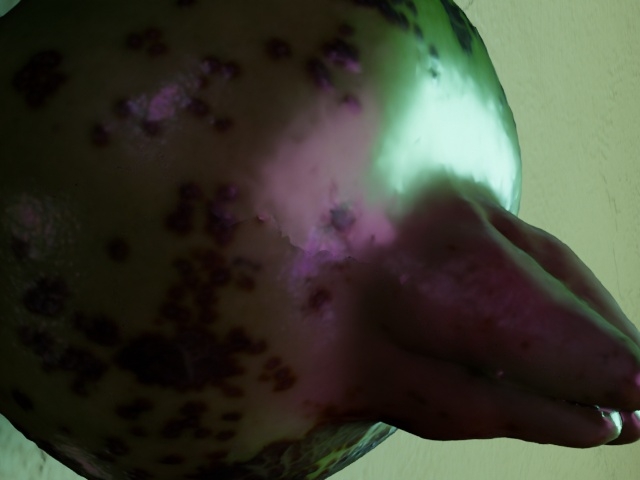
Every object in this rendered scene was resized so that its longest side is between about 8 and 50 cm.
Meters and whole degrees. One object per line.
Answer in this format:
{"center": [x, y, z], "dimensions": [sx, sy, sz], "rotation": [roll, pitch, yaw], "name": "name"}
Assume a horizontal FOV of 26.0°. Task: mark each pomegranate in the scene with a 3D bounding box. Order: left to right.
{"center": [0.000, 0.000, 0.451], "dimensions": [0.214, 0.247, 0.214], "rotation": [-38, 140, -41], "name": "pomegranate"}
